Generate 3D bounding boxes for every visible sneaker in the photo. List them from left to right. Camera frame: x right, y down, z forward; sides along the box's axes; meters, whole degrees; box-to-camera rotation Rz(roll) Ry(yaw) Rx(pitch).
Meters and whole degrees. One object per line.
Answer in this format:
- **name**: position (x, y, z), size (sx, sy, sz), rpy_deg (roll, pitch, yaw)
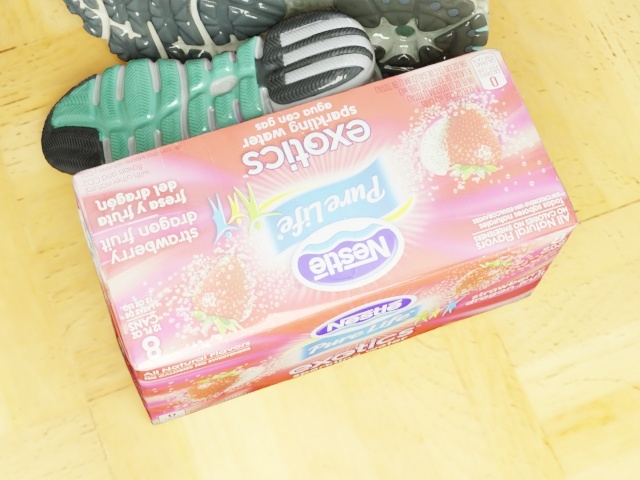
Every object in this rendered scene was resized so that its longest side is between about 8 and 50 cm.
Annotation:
- **sneaker**: position (-0.062, -0.068, 0.761), size (0.224, 0.098, 0.083), rpy_deg (-11, 61, 19)
- **sneaker**: position (-0.032, -0.176, 0.799), size (0.283, 0.110, 0.122), rpy_deg (8, 51, -3)

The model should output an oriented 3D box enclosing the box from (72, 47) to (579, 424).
- **box**: position (0.000, 0.000, 0.703), size (0.257, 0.128, 0.122), rpy_deg (-18, 71, -10)
